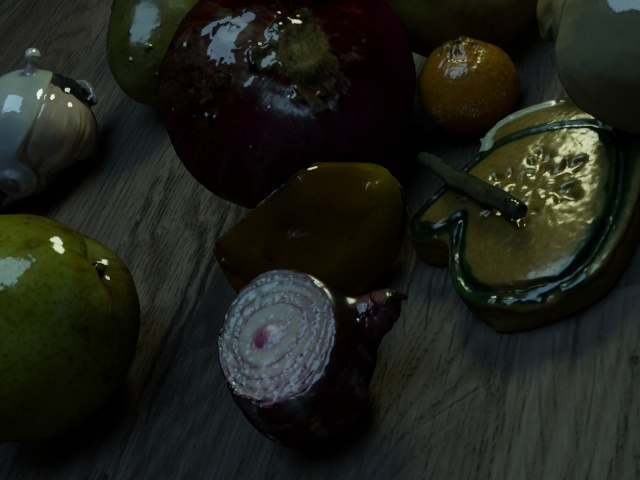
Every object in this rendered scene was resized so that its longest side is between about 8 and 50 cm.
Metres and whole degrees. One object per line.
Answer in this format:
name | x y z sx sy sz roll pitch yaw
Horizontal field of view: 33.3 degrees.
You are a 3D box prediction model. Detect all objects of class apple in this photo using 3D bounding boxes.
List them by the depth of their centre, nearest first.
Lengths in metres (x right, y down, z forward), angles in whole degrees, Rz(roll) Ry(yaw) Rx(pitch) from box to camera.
apple | 0.182 -0.384 1.521 0.264 0.264 0.264 -24 35 18

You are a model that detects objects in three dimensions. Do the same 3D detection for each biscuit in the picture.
biscuit | 0.231 -0.044 1.227 0.287 0.057 0.344 -10 41 34

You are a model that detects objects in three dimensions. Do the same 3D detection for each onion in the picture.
onion | 0.006 0.118 1.163 0.218 0.140 0.195 -29 38 12
onion | -0.051 -0.186 1.466 0.348 0.347 0.385 -48 -4 -17

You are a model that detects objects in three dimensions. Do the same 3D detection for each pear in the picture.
pear | -0.379 0.108 1.386 0.304 0.304 0.304 -24 35 18

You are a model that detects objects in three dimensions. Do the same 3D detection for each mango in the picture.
mango | 0.000 0.000 1.295 0.236 0.166 0.136 -39 5 5

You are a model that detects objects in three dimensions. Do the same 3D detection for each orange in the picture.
orange | 0.191 -0.205 1.407 0.135 0.117 0.136 -31 29 19

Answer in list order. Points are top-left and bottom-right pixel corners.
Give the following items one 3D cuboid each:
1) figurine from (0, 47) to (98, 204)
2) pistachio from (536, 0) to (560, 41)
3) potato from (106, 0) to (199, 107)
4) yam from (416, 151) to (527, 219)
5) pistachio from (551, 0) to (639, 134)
figurine | -0.575 -0.162 1.966 0.361 0.211 0.253 -37 43 12
pistachio | 0.382 -0.337 1.345 0.162 0.181 0.293 40 71 11
potato | -0.272 -0.409 1.976 0.269 0.219 0.359 19 62 23
yam | 0.168 -0.065 1.243 0.027 0.029 0.234 -19 24 -16
pistachio | 0.410 -0.236 1.157 0.331 0.226 0.208 -17 9 -5
